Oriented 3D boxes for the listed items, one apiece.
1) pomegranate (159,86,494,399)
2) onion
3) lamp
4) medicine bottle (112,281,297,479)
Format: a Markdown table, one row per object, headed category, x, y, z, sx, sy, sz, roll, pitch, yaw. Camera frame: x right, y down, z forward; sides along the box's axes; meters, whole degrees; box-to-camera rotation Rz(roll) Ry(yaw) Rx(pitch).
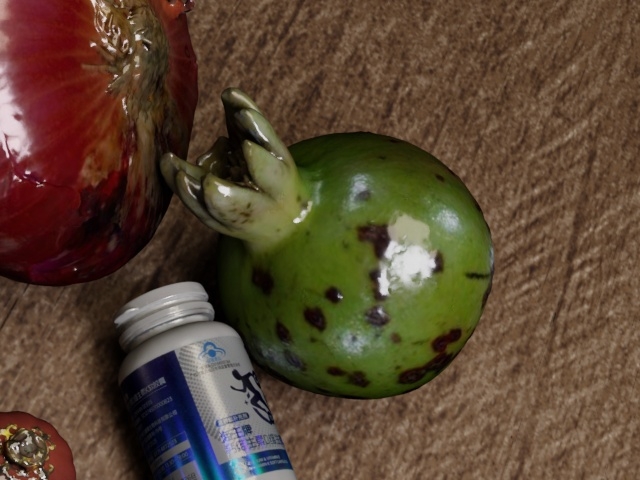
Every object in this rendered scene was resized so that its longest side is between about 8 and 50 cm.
| category | x | y | z | sx | sy | sz | roll | pitch | yaw |
| --- | --- | --- | --- | --- | --- | --- | --- | --- | --- |
| pomegranate | 0.016 | 0.003 | 1.558 | 0.242 | 0.306 | 0.242 | -6 | 65 | 13 |
| onion | -0.253 | -0.131 | 1.516 | 0.347 | 0.285 | 0.347 | -3 | 90 | -68 |
| lamp | -0.232 | 0.175 | 1.435 | 0.101 | 0.090 | 0.101 | 17 | 52 | -23 |
| medicine bottle | -0.097 | 0.135 | 1.533 | 0.107 | 0.107 | 0.191 | -10 | 70 | -36 |
